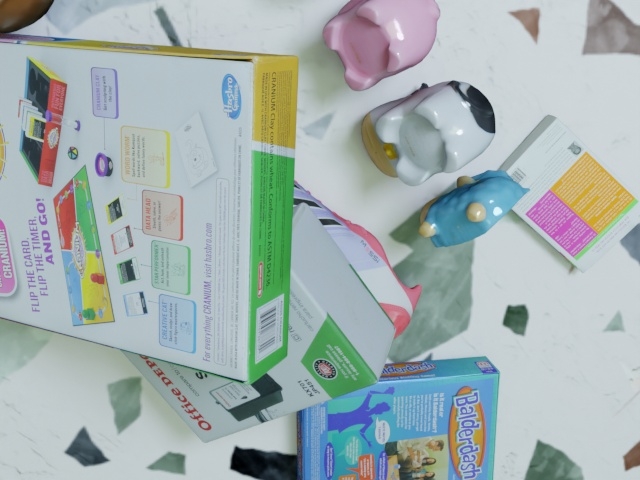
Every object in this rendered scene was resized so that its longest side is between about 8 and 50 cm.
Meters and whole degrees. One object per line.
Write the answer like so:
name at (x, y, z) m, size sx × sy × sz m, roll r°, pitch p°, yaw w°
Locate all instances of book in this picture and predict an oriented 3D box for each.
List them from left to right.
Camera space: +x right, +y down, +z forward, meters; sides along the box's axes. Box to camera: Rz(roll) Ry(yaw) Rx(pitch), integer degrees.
book at (0.252, -0.045, 0.859) m, size 0.144 × 0.035 × 0.096 m, roll 40°, pitch 99°, yaw -18°

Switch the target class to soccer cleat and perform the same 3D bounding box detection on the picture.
soccer cleat at (0.000, 0.000, 0.812) m, size 0.248 × 0.083 × 0.095 m, roll 49°, pitch 61°, yaw -13°

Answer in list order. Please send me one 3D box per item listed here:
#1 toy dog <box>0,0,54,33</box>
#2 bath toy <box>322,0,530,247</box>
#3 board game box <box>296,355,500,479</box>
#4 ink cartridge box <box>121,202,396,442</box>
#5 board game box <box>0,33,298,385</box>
toy dog at (-0.249, -0.324, 0.528) m, size 0.285 × 0.395 × 0.408 m, roll 20°, pitch 120°, yaw -24°
bath toy at (0.069, -0.169, 0.742) m, size 0.129 × 0.151 × 0.348 m, roll -39°, pitch 109°, yaw -35°
board game box at (0.081, 0.210, 0.893) m, size 0.210 × 0.047 × 0.160 m, roll -2°, pitch 106°, yaw -9°
ink cartridge box at (-0.063, 0.082, 0.762) m, size 0.208 × 0.087 × 0.153 m, roll -26°, pitch 112°, yaw 30°
board game box at (-0.174, -0.039, 0.676) m, size 0.317 × 0.064 × 0.242 m, roll 11°, pitch 107°, yaw 24°
